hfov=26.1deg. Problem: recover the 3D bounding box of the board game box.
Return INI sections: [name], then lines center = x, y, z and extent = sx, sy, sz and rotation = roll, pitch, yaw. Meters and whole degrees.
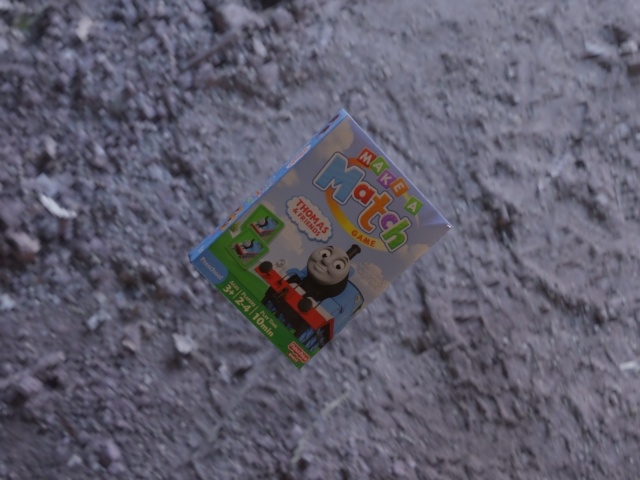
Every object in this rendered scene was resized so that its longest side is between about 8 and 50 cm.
[board game box]
center = 0.000, 0.000, 1.371
extent = 0.211, 0.160, 0.039
rotation = -44, 16, 3
